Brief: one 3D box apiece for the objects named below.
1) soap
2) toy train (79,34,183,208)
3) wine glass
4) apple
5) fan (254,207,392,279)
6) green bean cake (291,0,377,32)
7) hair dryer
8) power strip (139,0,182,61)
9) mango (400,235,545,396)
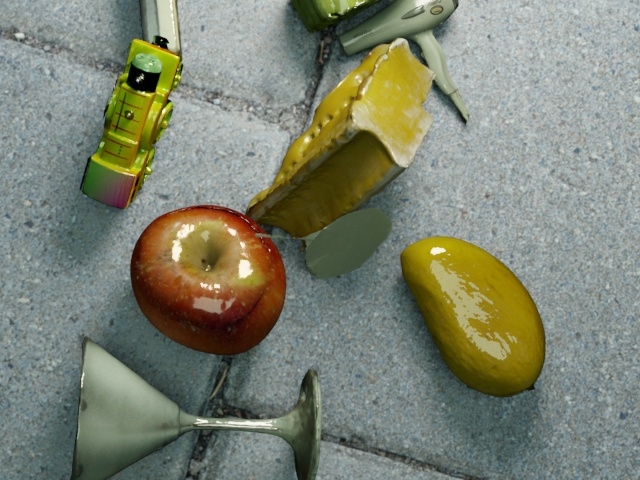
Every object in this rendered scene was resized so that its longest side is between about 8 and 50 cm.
[{"bbox_3d":[0.039,-0.172,1.860,0.169,0.338,0.304,41,42,-12],"label":"soap"},{"bbox_3d":[-0.318,-0.203,1.753,0.100,0.160,0.296,21,113,-1],"label":"toy train"},{"bbox_3d":[-0.212,0.312,1.738,0.406,0.267,0.267,6,86,-12],"label":"wine glass"},{"bbox_3d":[-0.191,0.069,1.757,0.272,0.206,0.251,14,62,4],"label":"apple"},{"bbox_3d":[-0.001,-0.001,1.770,0.182,0.310,0.010,-52,53,26],"label":"fan"},{"bbox_3d":[0.056,-0.464,1.827,0.214,0.200,0.113,-32,100,-11],"label":"green bean cake"},{"bbox_3d":[0.154,-0.336,1.902,0.229,0.092,0.267,-7,97,0],"label":"hair dryer"},{"bbox_3d":[-0.289,-0.438,1.831,0.070,0.105,0.257,-4,88,-3],"label":"power strip"},{"bbox_3d":[0.289,0.130,1.852,0.195,0.142,0.332,-26,87,-12],"label":"mango"}]
